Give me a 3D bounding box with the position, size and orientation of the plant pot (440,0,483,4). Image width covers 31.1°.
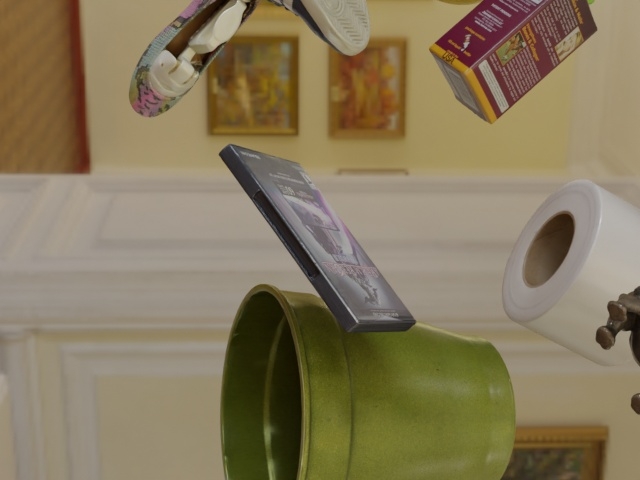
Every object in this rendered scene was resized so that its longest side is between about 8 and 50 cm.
[{"bbox_3d":[0.298,-0.631,2.274,0.239,0.254,0.254,-58,159,-44],"label":"plant pot"}]

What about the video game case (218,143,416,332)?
[{"bbox_3d":[0.000,0.000,1.427,0.274,0.026,0.196,53,17,18],"label":"video game case"}]

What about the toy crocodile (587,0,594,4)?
[{"bbox_3d":[0.389,-0.423,1.774,0.340,0.115,0.105,-58,142,-34],"label":"toy crocodile"}]

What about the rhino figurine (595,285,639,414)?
[{"bbox_3d":[0.421,0.164,1.382,0.073,0.106,0.243,-25,-88,53],"label":"rhino figurine"}]

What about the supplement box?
[{"bbox_3d":[0.243,-0.253,1.442,0.081,0.188,0.104,46,-4,43],"label":"supplement box"}]

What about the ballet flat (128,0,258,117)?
[{"bbox_3d":[-0.153,-0.237,1.401,0.221,0.077,0.079,-50,-147,5],"label":"ballet flat"}]

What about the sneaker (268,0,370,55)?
[{"bbox_3d":[-0.066,-0.432,1.893,0.148,0.350,0.131,-27,-160,45],"label":"sneaker"}]

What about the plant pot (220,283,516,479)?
[{"bbox_3d":[0.075,0.251,1.662,0.366,0.353,0.366,-177,-90,-68],"label":"plant pot"}]

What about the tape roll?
[{"bbox_3d":[0.416,0.050,1.766,0.246,0.169,0.246,-54,-161,28],"label":"tape roll"}]
